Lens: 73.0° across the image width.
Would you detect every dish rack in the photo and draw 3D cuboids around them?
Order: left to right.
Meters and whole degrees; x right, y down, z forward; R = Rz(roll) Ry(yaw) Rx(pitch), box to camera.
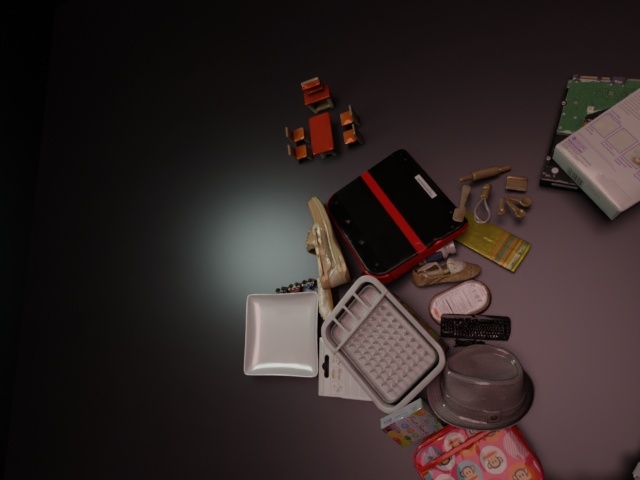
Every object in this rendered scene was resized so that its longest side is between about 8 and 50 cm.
[{"bbox_3d":[0.178,0.292,1.242,0.333,0.072,0.285,48,119,24],"label":"dish rack"}]

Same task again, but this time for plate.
[{"bbox_3d":[-0.129,0.319,1.479,0.277,0.045,0.278,-5,75,21],"label":"plate"}]

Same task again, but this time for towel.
[{"bbox_3d":[0.502,-0.004,1.308,0.237,0.021,0.102,34,86,27],"label":"towel"}]

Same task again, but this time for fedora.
[{"bbox_3d":[0.416,0.361,1.135,0.275,0.124,0.244,-2,36,17],"label":"fedora"}]

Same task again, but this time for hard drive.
[{"bbox_3d":[0.792,-0.299,1.232,0.237,0.064,0.339,15,84,25],"label":"hard drive"}]

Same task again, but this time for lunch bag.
[{"bbox_3d":[0.406,0.578,1.157,0.293,0.120,0.258,-38,62,10],"label":"lunch bag"}]

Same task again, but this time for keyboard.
[{"bbox_3d":[0.443,0.264,1.236,0.192,0.038,0.100,0,95,15],"label":"keyboard"}]

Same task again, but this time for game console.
[{"bbox_3d":[0.224,-0.083,1.389,0.342,0.060,0.386,-33,56,4],"label":"game console"}]

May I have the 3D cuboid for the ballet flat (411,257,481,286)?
[{"bbox_3d":[0.373,0.092,1.303,0.206,0.067,0.073,-15,30,18],"label":"ballet flat"}]

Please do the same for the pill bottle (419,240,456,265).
[{"bbox_3d":[0.354,0.031,1.334,0.120,0.067,0.067,-17,71,19],"label":"pill bottle"}]

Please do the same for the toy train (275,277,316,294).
[{"bbox_3d":[-0.085,0.166,1.508,0.158,0.027,0.036,-18,74,18],"label":"toy train"}]

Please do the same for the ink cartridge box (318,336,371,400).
[{"bbox_3d":[0.111,0.399,1.360,0.232,0.066,0.189,-6,75,30],"label":"ink cartridge box"}]

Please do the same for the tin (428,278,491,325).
[{"bbox_3d":[0.413,0.186,1.290,0.189,0.040,0.106,-30,63,14],"label":"tin"}]

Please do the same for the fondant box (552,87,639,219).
[{"bbox_3d":[0.828,-0.245,1.117,0.330,0.096,0.238,-36,66,12],"label":"fondant box"}]

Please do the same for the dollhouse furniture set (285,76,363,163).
[{"bbox_3d":[-0.003,-0.433,1.559,0.262,0.135,0.259,-13,73,19],"label":"dollhouse furniture set"}]

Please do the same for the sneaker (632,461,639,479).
[{"bbox_3d":[0.732,0.581,0.947,0.137,0.210,0.366,14,85,63],"label":"sneaker"}]

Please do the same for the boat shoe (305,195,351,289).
[{"bbox_3d":[0.000,0.000,1.434,0.110,0.122,0.341,-21,58,3],"label":"boat shoe"}]

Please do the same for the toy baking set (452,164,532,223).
[{"bbox_3d":[0.503,-0.138,1.280,0.256,0.030,0.197,-10,55,1],"label":"toy baking set"}]

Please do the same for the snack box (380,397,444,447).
[{"bbox_3d":[0.249,0.501,1.183,0.141,0.037,0.100,-38,110,22],"label":"snack box"}]

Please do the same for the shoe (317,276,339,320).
[{"bbox_3d":[0.027,0.212,1.426,0.058,0.076,0.219,-17,64,22],"label":"shoe"}]

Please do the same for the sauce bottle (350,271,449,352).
[{"bbox_3d":[0.226,0.236,1.314,0.344,0.111,0.111,43,96,25],"label":"sauce bottle"}]
